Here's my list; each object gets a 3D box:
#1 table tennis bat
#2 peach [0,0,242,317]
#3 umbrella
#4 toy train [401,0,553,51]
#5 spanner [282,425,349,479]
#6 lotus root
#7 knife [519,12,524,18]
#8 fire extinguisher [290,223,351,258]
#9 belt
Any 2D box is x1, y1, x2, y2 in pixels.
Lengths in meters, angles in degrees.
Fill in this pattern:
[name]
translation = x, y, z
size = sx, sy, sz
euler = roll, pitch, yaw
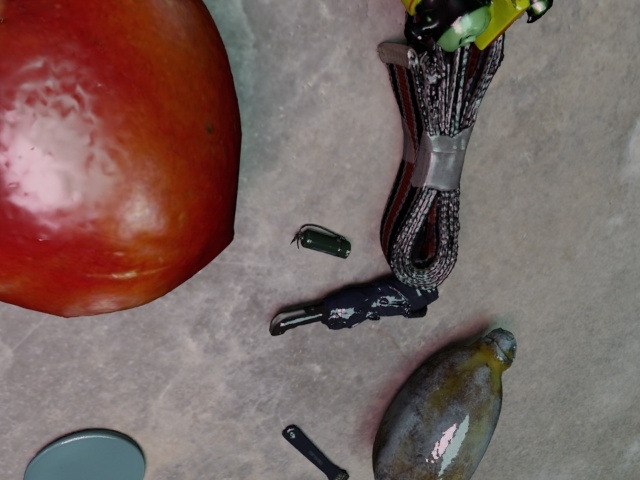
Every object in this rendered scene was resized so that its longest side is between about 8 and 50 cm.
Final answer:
[table tennis bat]
translation = -0.371, 0.350, 0.712
size = 0.244, 0.040, 0.153
euler = -20, 117, -13
[peach]
translation = -0.203, -0.106, 0.425
size = 0.281, 0.281, 0.338
euler = -15, 122, -11
[umbrella]
translation = 0.051, 0.095, 0.714
size = 0.248, 0.071, 0.071
euler = -9, 116, -16
[toy train]
translation = 0.091, -0.308, 0.469
size = 0.160, 0.100, 0.296
euler = -35, 91, -5
[spanner]
translation = -0.002, 0.374, 0.857
size = 0.046, 0.012, 0.208
euler = -35, 119, 1
[lotus root]
translation = 0.191, 0.269, 0.793
size = 0.140, 0.158, 0.322
euler = 25, 97, -26
[knife]
translation = 0.149, -0.394, 0.513
size = 0.043, 0.089, 0.365
euler = -34, 122, -15
[fire extinguisher]
translation = 0.000, 0.000, 0.679
size = 0.083, 0.025, 0.038
euler = 15, 71, -24
[belt]
translation = 0.137, -0.108, 0.634
size = 0.126, 0.094, 0.359
euler = -6, 116, -16
